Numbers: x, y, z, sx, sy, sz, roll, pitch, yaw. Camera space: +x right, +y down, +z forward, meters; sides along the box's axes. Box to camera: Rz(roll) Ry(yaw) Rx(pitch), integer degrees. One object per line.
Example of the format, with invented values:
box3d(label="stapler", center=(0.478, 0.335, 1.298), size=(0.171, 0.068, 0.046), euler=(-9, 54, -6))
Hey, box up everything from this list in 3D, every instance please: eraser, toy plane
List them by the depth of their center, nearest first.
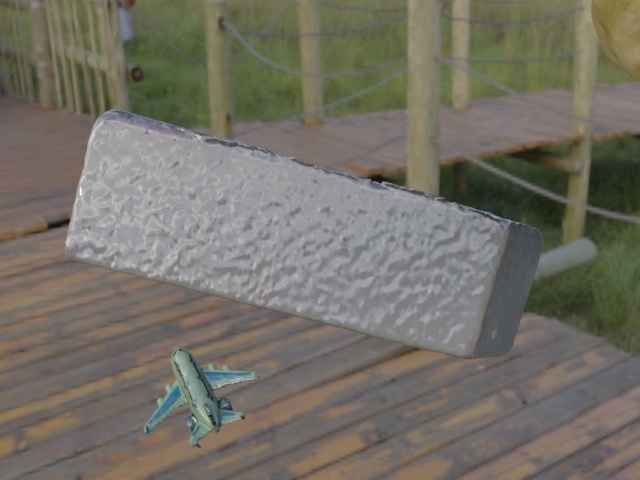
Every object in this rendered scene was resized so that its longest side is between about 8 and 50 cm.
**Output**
box3d(label="toy plane", center=(-0.080, 0.101, 0.569), size=(0.080, 0.033, 0.083), euler=(-26, 40, -12))
box3d(label="eraser", center=(0.000, 0.000, 0.644), size=(0.352, 0.111, 0.077), euler=(15, 5, -5))

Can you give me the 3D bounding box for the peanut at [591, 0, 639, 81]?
box3d(label="peanut", center=(0.274, -0.151, 0.406), size=(0.147, 0.148, 0.319), euler=(-16, -1, -34))
